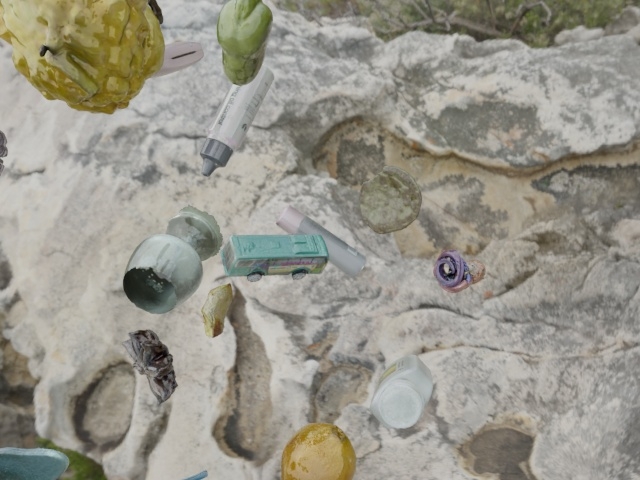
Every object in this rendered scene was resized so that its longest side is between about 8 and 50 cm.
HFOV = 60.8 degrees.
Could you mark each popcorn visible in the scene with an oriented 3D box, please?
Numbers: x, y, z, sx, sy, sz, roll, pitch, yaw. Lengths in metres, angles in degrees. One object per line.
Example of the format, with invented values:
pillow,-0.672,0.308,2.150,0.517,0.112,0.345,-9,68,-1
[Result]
popcorn,-0.479,-0.454,1.150,0.349,0.348,0.381,8,37,29

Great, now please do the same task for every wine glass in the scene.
wine glass,-0.459,0.066,1.693,0.238,0.237,0.322,-16,28,20

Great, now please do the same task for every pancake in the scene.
pancake,0.226,-0.130,1.781,0.222,0.042,0.236,45,123,20

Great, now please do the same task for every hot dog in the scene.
hot dog,-0.277,0.184,1.418,0.061,0.078,0.168,-8,43,21

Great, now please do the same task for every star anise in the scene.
star anise,-0.487,0.361,1.615,0.109,0.236,0.223,-32,84,-35

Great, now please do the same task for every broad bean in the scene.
broad bean,-0.128,-0.337,0.905,0.082,0.174,0.124,23,79,-8

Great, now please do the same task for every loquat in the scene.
loquat,-0.010,0.568,1.372,0.234,0.176,0.187,-56,27,23

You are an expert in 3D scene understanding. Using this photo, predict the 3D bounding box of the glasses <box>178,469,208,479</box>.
glasses,-0.309,0.516,1.068,0.221,0.088,0.190,-20,24,-27

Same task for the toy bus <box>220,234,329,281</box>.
toy bus,-0.104,0.038,1.317,0.109,0.262,0.091,-55,46,47

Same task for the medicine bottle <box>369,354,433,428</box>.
medicine bottle,0.222,0.417,1.500,0.179,0.324,0.124,-42,84,6

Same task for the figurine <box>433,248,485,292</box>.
figurine,0.386,0.094,1.511,0.126,0.157,0.113,14,85,51

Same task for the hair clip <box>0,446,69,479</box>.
hair clip,-0.794,0.621,1.235,0.392,0.319,0.238,-50,23,42

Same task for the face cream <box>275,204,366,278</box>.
face cream,0.000,0.000,1.511,0.269,0.107,0.073,36,96,-9

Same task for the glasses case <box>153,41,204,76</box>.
glasses case,-0.421,-0.496,1.493,0.113,0.075,0.296,-6,24,18

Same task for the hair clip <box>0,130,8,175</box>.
hair clip,-0.711,-0.106,1.104,0.069,0.173,0.300,-1,92,15

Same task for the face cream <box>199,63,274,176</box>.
face cream,-0.218,-0.297,1.353,0.092,0.092,0.311,19,79,32
